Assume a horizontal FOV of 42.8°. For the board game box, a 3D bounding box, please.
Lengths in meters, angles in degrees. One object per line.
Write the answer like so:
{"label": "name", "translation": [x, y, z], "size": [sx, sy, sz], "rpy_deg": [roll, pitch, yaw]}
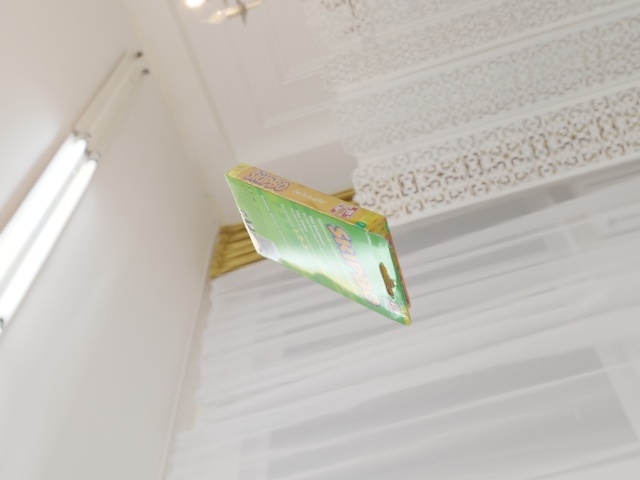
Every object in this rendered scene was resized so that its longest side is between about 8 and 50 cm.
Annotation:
{"label": "board game box", "translation": [0.000, 0.000, 0.892], "size": [0.259, 0.039, 0.124], "rpy_deg": [27, 146, 45]}
